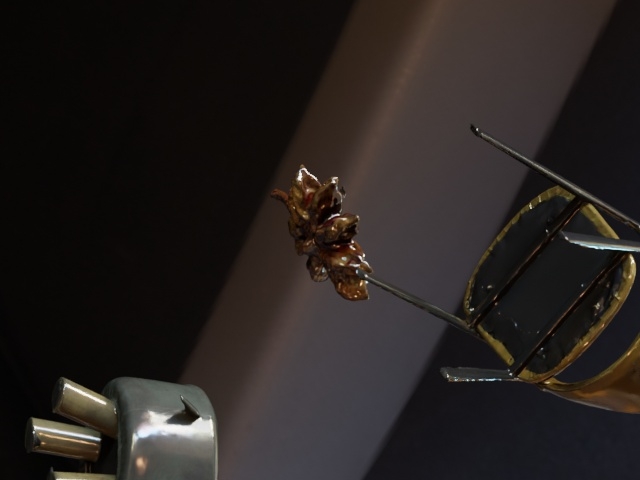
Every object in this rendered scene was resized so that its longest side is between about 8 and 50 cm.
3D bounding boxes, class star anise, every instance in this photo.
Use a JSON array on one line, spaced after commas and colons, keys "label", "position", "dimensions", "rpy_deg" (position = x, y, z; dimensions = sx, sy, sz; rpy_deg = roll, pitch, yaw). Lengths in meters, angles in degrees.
[{"label": "star anise", "position": [0.001, -0.001, 1.869], "dimensions": [0.073, 0.234, 0.177], "rpy_deg": [-25, 88, -11]}]

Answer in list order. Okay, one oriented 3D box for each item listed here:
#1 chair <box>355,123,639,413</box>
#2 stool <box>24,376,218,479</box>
[{"label": "chair", "position": [0.190, 0.045, 1.273], "dimensions": [0.247, 0.172, 0.158], "rpy_deg": [19, 116, -46]}, {"label": "stool", "position": [-0.173, 0.212, 1.289], "dimensions": [0.139, 0.153, 0.228], "rpy_deg": [10, 105, -22]}]
